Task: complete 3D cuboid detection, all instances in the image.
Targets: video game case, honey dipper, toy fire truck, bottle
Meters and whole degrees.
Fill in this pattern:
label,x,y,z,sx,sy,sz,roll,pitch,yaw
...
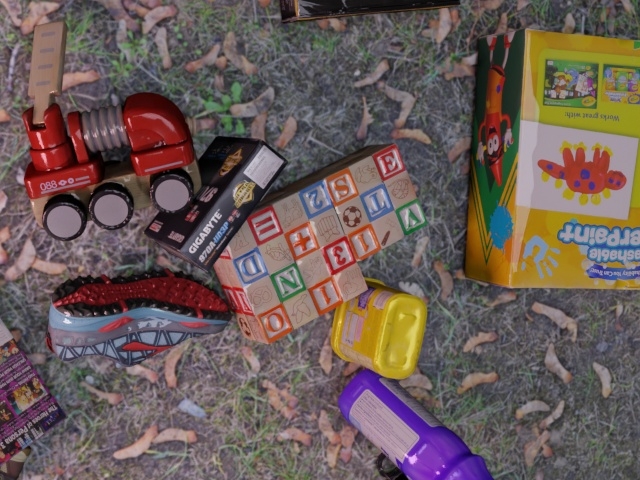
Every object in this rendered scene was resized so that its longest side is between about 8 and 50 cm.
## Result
label,x,y,z,sx,sy,sz,roll,pitch,yaw
video game case,-0.469,0.203,1.503,0.232,0.042,0.210,-37,96,-40
honey dipper,-0.250,-0.153,1.620,0.161,0.030,0.030,-3,96,-18
toy fire truck,-0.284,-0.154,1.532,0.217,0.158,0.246,-14,114,-1
bottle,0.148,0.295,1.672,0.092,0.283,0.118,-49,145,-1

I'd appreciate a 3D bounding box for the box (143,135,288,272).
label,x,y,z,sx,sy,sz,roll,pitch,yaw
box,-0.142,-0.054,1.567,0.051,0.220,0.175,39,83,-20

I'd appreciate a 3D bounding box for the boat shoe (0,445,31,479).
label,x,y,z,sx,sy,sz,roll,pitch,yaw
boat shoe,-0.492,0.273,1.549,0.223,0.080,0.073,18,84,-25

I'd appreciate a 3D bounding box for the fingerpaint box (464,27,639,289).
label,x,y,z,sx,sy,sz,roll,pitch,yaw
fingerpaint box,0.456,-0.112,1.804,0.445,0.163,0.371,1,94,-19

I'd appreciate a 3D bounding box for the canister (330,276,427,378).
label,x,y,z,sx,sy,sz,roll,pitch,yaw
canister,0.082,0.123,1.690,0.073,0.170,0.126,11,92,-20

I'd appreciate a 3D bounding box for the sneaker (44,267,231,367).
label,x,y,z,sx,sy,sz,roll,pitch,yaw
sneaker,-0.251,0.112,1.626,0.262,0.104,0.125,2,127,-30

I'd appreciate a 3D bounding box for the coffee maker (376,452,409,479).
label,x,y,z,sx,sy,sz,roll,pitch,yaw
coffee maker,0.165,0.402,1.742,0.171,0.178,0.120,40,81,-19

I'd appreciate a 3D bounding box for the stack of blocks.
label,x,y,z,sx,sy,sz,roll,pitch,yaw
stack of blocks,0.000,0.000,1.674,0.297,0.087,0.171,-28,104,-23

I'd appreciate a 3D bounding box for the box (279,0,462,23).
label,x,y,z,sx,sy,sz,roll,pitch,yaw
box,0.058,-0.478,1.674,0.257,0.079,0.322,-8,98,-20
